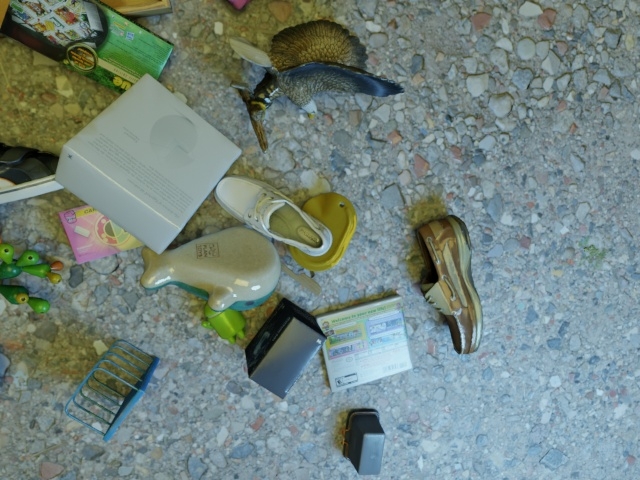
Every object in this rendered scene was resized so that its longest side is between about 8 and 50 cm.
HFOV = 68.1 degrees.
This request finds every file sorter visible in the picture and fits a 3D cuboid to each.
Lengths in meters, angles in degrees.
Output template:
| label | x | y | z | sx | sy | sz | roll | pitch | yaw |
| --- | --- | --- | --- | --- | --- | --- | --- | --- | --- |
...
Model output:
| label | x | y | z | sx | sy | sz | roll | pitch | yaw |
| --- | --- | --- | --- | --- | --- | --- | --- | --- | --- |
| file sorter | -0.415 | 0.289 | 0.954 | 0.104 | 0.170 | 0.118 | 37 | 90 | -11 |

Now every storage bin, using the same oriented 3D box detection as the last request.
| label | x | y | z | sx | sy | sz | roll | pitch | yaw |
| --- | --- | --- | --- | --- | --- | --- | --- | --- | --- |
| storage bin | 0.104 | 0.487 | 1.134 | 0.098 | 0.091 | 0.135 | 5 | 97 | -13 |

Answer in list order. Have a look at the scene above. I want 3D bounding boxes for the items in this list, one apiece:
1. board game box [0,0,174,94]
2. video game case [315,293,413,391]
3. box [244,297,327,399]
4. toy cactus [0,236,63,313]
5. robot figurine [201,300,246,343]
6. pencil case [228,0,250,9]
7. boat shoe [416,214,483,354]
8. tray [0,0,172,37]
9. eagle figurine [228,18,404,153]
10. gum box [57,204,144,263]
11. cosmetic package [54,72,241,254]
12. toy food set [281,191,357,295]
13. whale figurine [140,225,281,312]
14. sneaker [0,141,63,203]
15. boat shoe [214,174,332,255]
| label | x | y | z | sx | sy | sz | roll | pitch | yaw |
| --- | --- | --- | --- | --- | --- | --- | --- | --- | --- |
| board game box | -0.419 | -0.369 | 0.866 | 0.260 | 0.030 | 0.136 | 25 | 110 | -31 |
| video game case | 0.108 | 0.245 | 1.132 | 0.212 | 0.023 | 0.193 | -13 | 101 | -9 |
| box | -0.079 | 0.225 | 1.019 | 0.093 | 0.158 | 0.156 | 36 | 89 | -15 |
| toy cactus | -0.617 | 0.058 | 0.923 | 0.180 | 0.112 | 0.219 | -29 | 107 | 13 |
| robot figurine | -0.208 | 0.167 | 1.030 | 0.101 | 0.067 | 0.115 | -31 | 104 | 3 |
| pencil case | -0.205 | -0.550 | 0.908 | 0.209 | 0.095 | 0.098 | 36 | 121 | -15 |
| boat shoe | 0.291 | 0.106 | 1.110 | 0.120 | 0.122 | 0.324 | -11 | 93 | -5 |
| tray | -0.501 | -0.493 | 0.853 | 0.411 | 0.076 | 0.203 | -14 | 108 | -11 |
| eagle figurine | -0.018 | -0.326 | 0.939 | 0.298 | 0.225 | 0.226 | -26 | 93 | 4 |
| gum box | -0.416 | -0.031 | 0.956 | 0.188 | 0.062 | 0.107 | -17 | 102 | -9 |
| cosmetic package | -0.311 | -0.138 | 0.875 | 0.224 | 0.138 | 0.224 | 39 | 51 | -14 |
| toy food set | 0.000 | 0.000 | 1.055 | 0.128 | 0.071 | 0.218 | 27 | 90 | 9 |
| whale figurine | -0.219 | 0.067 | 0.958 | 0.272 | 0.216 | 0.141 | -2 | 137 | -20 |
| sneaker | -0.598 | -0.130 | 0.870 | 0.321 | 0.126 | 0.127 | -14 | 107 | -8 |
| boat shoe | -0.100 | -0.059 | 0.976 | 0.277 | 0.096 | 0.098 | 27 | 91 | 3 |
